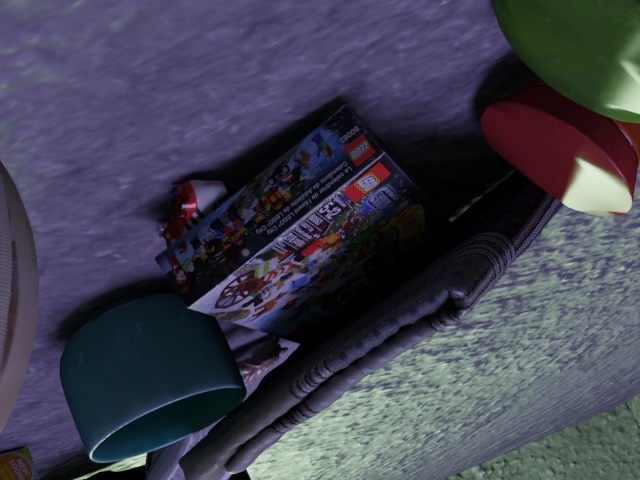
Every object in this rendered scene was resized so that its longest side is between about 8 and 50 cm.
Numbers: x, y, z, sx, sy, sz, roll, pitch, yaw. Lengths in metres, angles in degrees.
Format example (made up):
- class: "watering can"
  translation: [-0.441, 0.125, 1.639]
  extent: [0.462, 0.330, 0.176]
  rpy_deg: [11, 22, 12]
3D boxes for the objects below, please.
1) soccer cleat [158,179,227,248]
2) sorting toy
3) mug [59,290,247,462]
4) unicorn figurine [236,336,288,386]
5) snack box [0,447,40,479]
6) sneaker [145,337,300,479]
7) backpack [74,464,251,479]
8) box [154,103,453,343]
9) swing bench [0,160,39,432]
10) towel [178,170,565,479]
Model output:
- class: "soccer cleat"
  translation: [-0.084, -0.013, 0.748]
  extent: [0.036, 0.029, 0.083]
  rpy_deg: [-12, 153, -24]
- class: "sorting toy"
  translation: [0.188, -0.144, 0.684]
  extent: [0.126, 0.127, 0.365]
  rpy_deg: [-52, 164, -15]
- class: "mug"
  translation: [-0.140, 0.105, 0.883]
  extent: [0.129, 0.097, 0.158]
  rpy_deg: [-11, 157, -38]
- class: "unicorn figurine"
  translation: [-0.104, 0.129, 1.047]
  extent: [0.162, 0.060, 0.111]
  rpy_deg: [-8, 154, -41]
- class: "snack box"
  translation: [-0.318, 0.308, 1.025]
  extent: [0.174, 0.207, 0.070]
  rpy_deg: [-5, 153, -43]
- class: "sneaker"
  translation: [-0.107, 0.180, 1.186]
  extent: [0.256, 0.094, 0.151]
  rpy_deg: [-50, -163, 8]
- class: "backpack"
  translation: [-0.196, 0.366, 1.268]
  extent: [0.263, 0.276, 0.213]
  rpy_deg: [0, 115, -19]
- class: "box"
  translation: [0.000, 0.000, 0.814]
  extent: [0.159, 0.044, 0.233]
  rpy_deg: [-38, 161, 8]
- class: "swing bench"
  translation: [-0.274, 0.046, 0.457]
  extent: [0.255, 0.165, 0.253]
  rpy_deg: [-30, 160, 11]
- class: "towel"
  translation: [0.063, 0.062, 0.924]
  extent: [0.324, 0.056, 0.312]
  rpy_deg: [-38, -178, 36]
